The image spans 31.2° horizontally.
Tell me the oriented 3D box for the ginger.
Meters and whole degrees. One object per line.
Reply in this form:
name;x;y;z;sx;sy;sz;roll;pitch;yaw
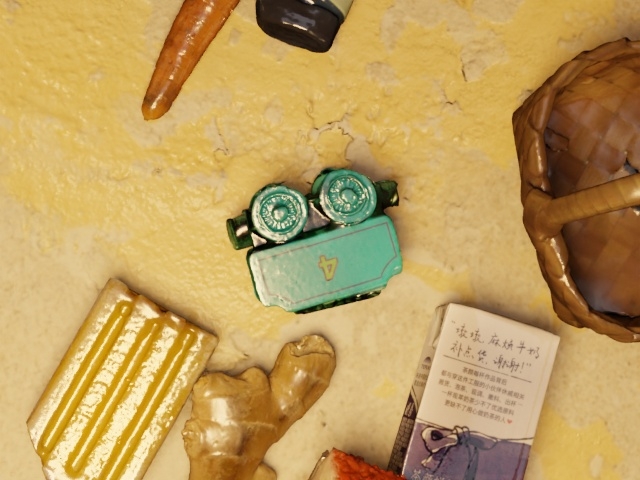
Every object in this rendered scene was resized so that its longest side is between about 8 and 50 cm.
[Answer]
ginger;-0.106;0.238;1.258;0.148;0.081;0.334;30;89;-43

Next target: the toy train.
toy train;0.000;0.000;1.281;0.198;0.107;0.154;-14;93;-6

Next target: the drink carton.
drink carton;0.168;0.191;1.277;0.134;0.102;0.222;17;83;-1

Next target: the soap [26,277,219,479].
soap;-0.225;0.175;1.256;0.140;0.073;0.232;29;83;0

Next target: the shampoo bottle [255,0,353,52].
shampoo bottle;0.017;-0.403;1.333;0.134;0.078;0.359;22;83;1

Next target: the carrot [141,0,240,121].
carrot;-0.150;-0.228;1.313;0.061;0.061;0.210;30;87;-2

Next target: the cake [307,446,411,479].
cake;0.098;0.343;1.163;0.262;0.159;0.158;20;117;-7

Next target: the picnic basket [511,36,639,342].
picnic basket;0.365;-0.060;1.212;0.293;0.337;0.337;-13;86;-6
